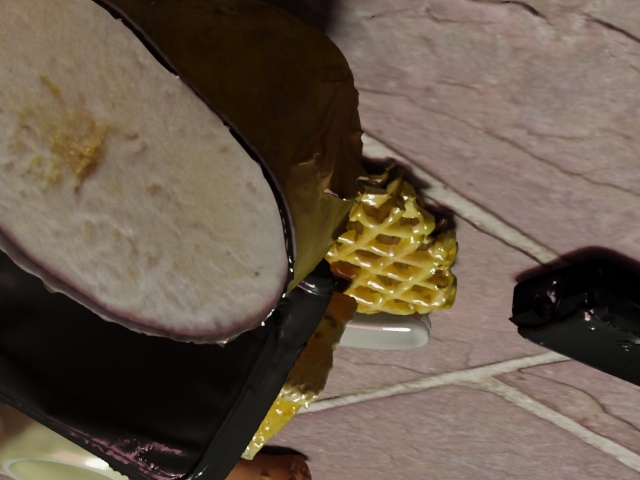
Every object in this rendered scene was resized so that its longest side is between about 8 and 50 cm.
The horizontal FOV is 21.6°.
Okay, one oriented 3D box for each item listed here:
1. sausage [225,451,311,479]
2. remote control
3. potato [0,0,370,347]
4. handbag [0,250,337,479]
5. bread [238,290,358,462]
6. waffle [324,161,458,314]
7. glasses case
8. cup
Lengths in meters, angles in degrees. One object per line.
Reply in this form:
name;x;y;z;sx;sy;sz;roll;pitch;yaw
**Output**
sausage;-0.158;0.291;2.104;0.304;0.078;0.078;2;154;14
remote control;0.353;0.121;1.538;0.398;0.062;0.144;24;153;-26
potato;-0.106;-0.087;1.149;0.299;0.196;0.246;43;129;0
handbag;-0.154;0.057;1.350;0.275;0.244;0.088;31;-175;3
bread;-0.072;0.103;1.479;0.169;0.140;0.160;19;148;1
waffle;0.000;0.002;1.445;0.245;0.052;0.254;3;155;19
glasses case;0.024;0.077;1.601;0.164;0.041;0.063;6;156;10
cup;-0.260;0.146;1.674;0.255;0.202;0.173;-9;149;37
